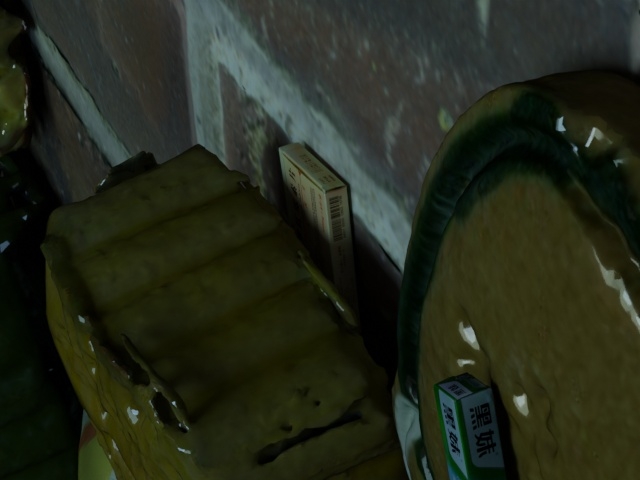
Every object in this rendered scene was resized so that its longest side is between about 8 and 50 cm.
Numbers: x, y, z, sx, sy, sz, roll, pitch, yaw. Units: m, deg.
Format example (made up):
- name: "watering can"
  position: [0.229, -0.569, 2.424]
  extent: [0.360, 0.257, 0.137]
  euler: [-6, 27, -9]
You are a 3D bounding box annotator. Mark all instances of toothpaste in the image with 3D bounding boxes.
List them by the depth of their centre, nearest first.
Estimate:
- name: "toothpaste"
  position: [0.061, 0.093, 0.716]
  extent: [0.020, 0.017, 0.083]
  euler: [-145, 40, -63]

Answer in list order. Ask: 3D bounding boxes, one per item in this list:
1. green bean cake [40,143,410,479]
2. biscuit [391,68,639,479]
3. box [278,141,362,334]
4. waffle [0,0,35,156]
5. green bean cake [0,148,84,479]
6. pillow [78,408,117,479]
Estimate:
- name: "green bean cake"
  position: [-0.052, 0.089, 1.001]
  extent: [0.230, 0.131, 0.224]
  euler: [52, 162, 39]
- name: "biscuit"
  position: [0.107, 0.105, 0.715]
  extent: [0.344, 0.057, 0.287]
  euler: [101, 146, -55]
- name: "box"
  position: [0.000, 0.000, 0.983]
  extent: [0.058, 0.015, 0.093]
  euler: [-133, 30, -53]
- name: "waffle"
  position: [-0.293, -0.210, 1.545]
  extent: [0.309, 0.065, 0.283]
  euler: [126, 126, -71]
- name: "green bean cake"
  position: [-0.332, 0.071, 1.718]
  extent: [0.335, 0.218, 0.319]
  euler: [-122, 15, -51]
- name: "pillow"
  position: [-0.147, 0.235, 1.535]
  extent: [0.214, 0.086, 0.233]
  euler: [-118, 16, -58]
